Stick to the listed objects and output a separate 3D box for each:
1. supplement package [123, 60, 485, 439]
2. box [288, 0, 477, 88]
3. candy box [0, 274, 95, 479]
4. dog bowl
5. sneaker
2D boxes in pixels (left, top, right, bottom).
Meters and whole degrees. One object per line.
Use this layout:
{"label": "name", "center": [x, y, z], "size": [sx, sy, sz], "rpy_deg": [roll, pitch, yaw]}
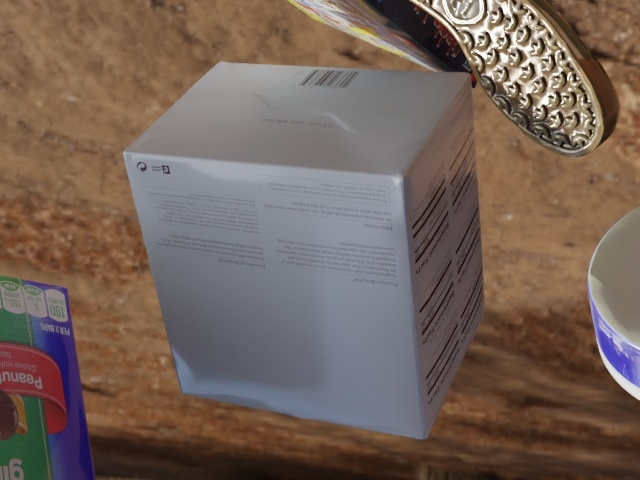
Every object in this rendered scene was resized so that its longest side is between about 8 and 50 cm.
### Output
{"label": "supplement package", "center": [0.000, 0.000, 0.778], "size": [0.194, 0.149, 0.203], "rpy_deg": [7, 125, 23]}
{"label": "box", "center": [0.019, -0.184, 0.805], "size": [0.159, 0.044, 0.233], "rpy_deg": [28, -175, 25]}
{"label": "candy box", "center": [-0.277, 0.174, 0.717], "size": [0.122, 0.317, 0.268], "rpy_deg": [-25, 156, 30]}
{"label": "dog bowl", "center": [0.438, 0.066, 1.255], "size": [0.265, 0.264, 0.104], "rpy_deg": [0, 137, 25]}
{"label": "sneaker", "center": [0.110, -0.137, 0.634], "size": [0.086, 0.192, 0.064], "rpy_deg": [-32, 164, -39]}
